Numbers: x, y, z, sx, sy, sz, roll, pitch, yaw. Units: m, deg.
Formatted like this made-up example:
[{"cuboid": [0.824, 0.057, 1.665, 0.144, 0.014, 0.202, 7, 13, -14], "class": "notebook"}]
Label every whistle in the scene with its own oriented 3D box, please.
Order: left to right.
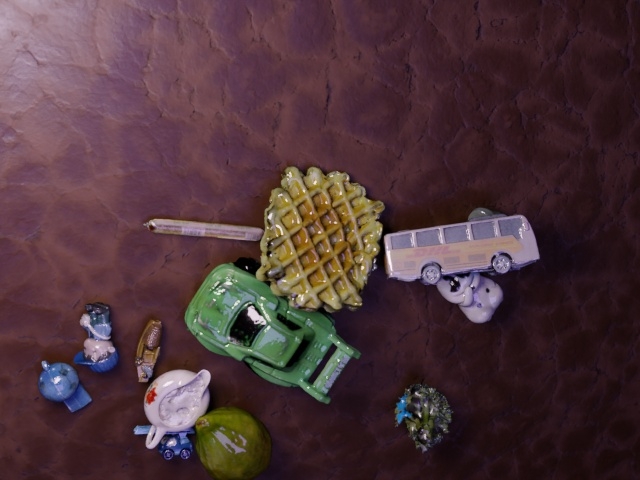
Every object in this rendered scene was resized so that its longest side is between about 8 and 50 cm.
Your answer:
[{"cuboid": [-0.543, 0.312, 1.738, 0.090, 0.090, 0.158, -31, 118, -6], "class": "whistle"}]

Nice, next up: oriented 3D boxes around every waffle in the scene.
[{"cuboid": [0.000, 0.000, 1.777, 0.297, 0.073, 0.317, 18, 77, -29], "class": "waffle"}]

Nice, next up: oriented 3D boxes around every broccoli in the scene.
[{"cuboid": [0.257, 0.448, 2.049, 0.154, 0.160, 0.167, 31, 111, -1], "class": "broccoli"}]

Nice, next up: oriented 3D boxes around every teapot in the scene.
[{"cuboid": [-0.326, 0.364, 1.832, 0.145, 0.092, 0.226, 29, 97, -25], "class": "teapot"}]

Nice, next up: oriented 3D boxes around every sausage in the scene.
[{"cuboid": [-0.239, -0.023, 1.738, 0.269, 0.033, 0.033, 5, 110, -22], "class": "sausage"}]

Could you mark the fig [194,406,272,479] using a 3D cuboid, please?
[{"cuboid": [-0.211, 0.452, 1.879, 0.167, 0.167, 0.233, -34, 111, -4], "class": "fig"}]

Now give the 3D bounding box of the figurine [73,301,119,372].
[{"cuboid": [-0.470, 0.205, 1.733, 0.087, 0.086, 0.149, -13, 109, -60], "class": "figurine"}]

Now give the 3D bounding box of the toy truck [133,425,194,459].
[{"cuboid": [-0.359, 0.462, 1.885, 0.136, 0.063, 0.074, 1, 91, -19], "class": "toy truck"}]

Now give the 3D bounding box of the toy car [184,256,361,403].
[{"cuboid": [-0.108, 0.200, 1.799, 0.359, 0.176, 0.213, 32, 97, -28], "class": "toy car"}]

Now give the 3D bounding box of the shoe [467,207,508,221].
[{"cuboid": [0.434, -0.021, 1.976, 0.195, 0.079, 0.078, 44, 50, -17], "class": "shoe"}]

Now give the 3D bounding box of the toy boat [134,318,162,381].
[{"cuboid": [-0.374, 0.240, 1.789, 0.047, 0.049, 0.149, 10, 108, -24], "class": "toy boat"}]

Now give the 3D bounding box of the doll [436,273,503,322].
[{"cuboid": [0.355, 0.118, 1.972, 0.181, 0.107, 0.110, 39, 84, -29], "class": "doll"}]

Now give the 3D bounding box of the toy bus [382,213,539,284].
[{"cuboid": [0.314, 0.024, 1.868, 0.342, 0.097, 0.138, -9, 83, 0], "class": "toy bus"}]
